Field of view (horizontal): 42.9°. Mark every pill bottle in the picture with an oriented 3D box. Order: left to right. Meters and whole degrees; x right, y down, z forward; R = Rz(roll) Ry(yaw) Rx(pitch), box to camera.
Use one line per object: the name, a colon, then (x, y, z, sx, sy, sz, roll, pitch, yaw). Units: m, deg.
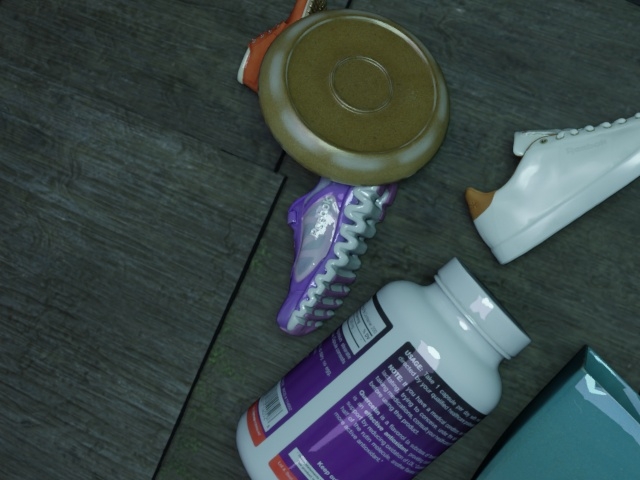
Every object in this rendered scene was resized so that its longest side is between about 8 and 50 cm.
pill bottle: (0.072, 0.171, 0.913, 0.323, 0.181, 0.181, -42, 78, 9)

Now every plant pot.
plant pot: (0.046, -0.178, 0.955, 0.237, 0.032, 0.236, 5, 70, -12)
plant pot: (0.257, 0.259, 0.873, 0.234, 0.165, 0.165, -46, 77, 14)

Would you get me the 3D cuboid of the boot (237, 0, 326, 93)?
boot: (-0.050, -0.257, 1.035, 0.085, 0.059, 0.157, 26, 95, 20)

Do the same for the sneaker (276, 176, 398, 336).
sneaker: (0.000, 0.000, 0.993, 0.105, 0.095, 0.236, 26, 88, 20)

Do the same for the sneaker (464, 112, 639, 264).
sneaker: (0.290, -0.100, 0.908, 0.290, 0.106, 0.123, -35, 81, 12)

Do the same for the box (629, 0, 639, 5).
box: (0.408, -0.375, 0.853, 0.056, 0.183, 0.231, 31, 95, 13)
